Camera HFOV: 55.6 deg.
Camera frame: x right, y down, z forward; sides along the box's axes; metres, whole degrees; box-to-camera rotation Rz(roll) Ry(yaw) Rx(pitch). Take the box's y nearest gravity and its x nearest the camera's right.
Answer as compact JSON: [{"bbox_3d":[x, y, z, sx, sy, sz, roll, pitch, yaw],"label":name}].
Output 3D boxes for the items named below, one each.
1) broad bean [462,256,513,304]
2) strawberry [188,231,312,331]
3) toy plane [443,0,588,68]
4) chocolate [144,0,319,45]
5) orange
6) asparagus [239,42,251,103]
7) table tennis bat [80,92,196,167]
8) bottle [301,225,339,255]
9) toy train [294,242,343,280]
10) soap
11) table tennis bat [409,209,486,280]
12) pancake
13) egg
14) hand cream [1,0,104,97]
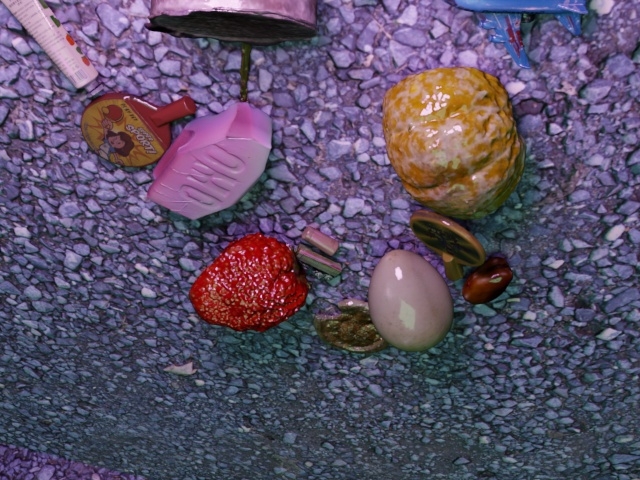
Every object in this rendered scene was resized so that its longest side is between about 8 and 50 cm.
[{"bbox_3d":[0.437,0.113,1.594,0.114,0.084,0.165,8,140,-5],"label":"broad bean"},{"bbox_3d":[-0.179,0.124,1.592,0.261,0.257,0.260,16,126,23],"label":"strawberry"},{"bbox_3d":[0.347,-0.433,1.077,0.272,0.105,0.254,8,133,4],"label":"toy plane"},{"bbox_3d":[-0.144,-0.461,1.035,0.304,0.303,0.212,3,98,7],"label":"chocolate"},{"bbox_3d":[0.280,-0.179,1.263,0.271,0.210,0.368,-17,126,27],"label":"orange"},{"bbox_3d":[-0.157,-0.371,1.279,0.024,0.025,0.248,-22,142,-29],"label":"asparagus"},{"bbox_3d":[-0.423,-0.268,1.417,0.310,0.038,0.200,-15,131,26],"label":"table tennis bat"},{"bbox_3d":[0.000,0.000,1.588,0.097,0.045,0.045,31,130,-17],"label":"bottle"},{"bbox_3d":[-0.012,0.062,1.654,0.148,0.038,0.071,26,131,-15],"label":"toy train"},{"bbox_3d":[-0.242,-0.179,1.400,0.193,0.109,0.324,26,135,-27],"label":"soap"},{"bbox_3d":[0.315,0.020,1.480,0.199,0.050,0.321,27,164,27],"label":"table tennis bat"},{"bbox_3d":[0.106,0.264,1.826,0.254,0.037,0.253,5,133,5],"label":"pancake"},{"bbox_3d":[0.228,0.154,1.576,0.219,0.218,0.295,-10,123,19],"label":"egg"},{"bbox_3d":[-0.564,-0.427,1.279,0.095,0.059,0.276,-18,123,26],"label":"hand cream"}]
